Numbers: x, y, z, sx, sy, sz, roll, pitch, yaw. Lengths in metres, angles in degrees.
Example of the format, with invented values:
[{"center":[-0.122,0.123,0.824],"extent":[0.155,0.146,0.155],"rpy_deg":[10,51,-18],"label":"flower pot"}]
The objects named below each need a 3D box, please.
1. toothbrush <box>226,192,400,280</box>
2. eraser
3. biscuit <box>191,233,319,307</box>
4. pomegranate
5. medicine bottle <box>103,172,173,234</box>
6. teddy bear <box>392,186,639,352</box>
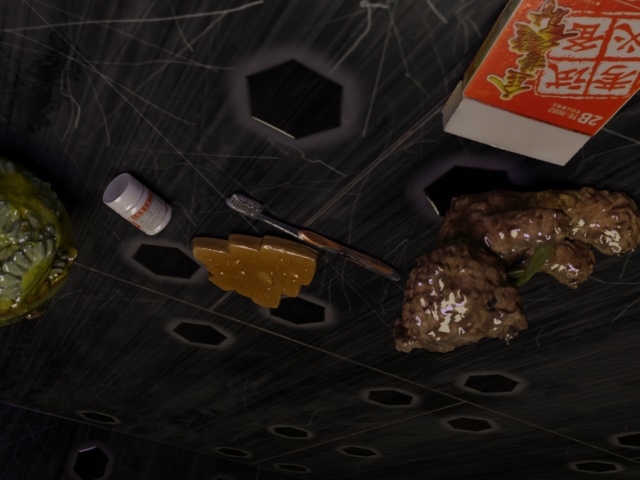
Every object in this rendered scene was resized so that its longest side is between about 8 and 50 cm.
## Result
[{"center":[-0.001,0.001,0.929],"extent":[0.321,0.023,0.031],"rpy_deg":[26,147,-24],"label":"toothbrush"},{"center":[0.238,-0.174,0.584],"extent":[0.157,0.038,0.230],"rpy_deg":[14,146,-9],"label":"eraser"},{"center":[-0.097,0.042,1.000],"extent":[0.238,0.041,0.212],"rpy_deg":[-16,135,35],"label":"biscuit"},{"center":[-0.504,-0.023,0.824],"extent":[0.260,0.260,0.341],"rpy_deg":[-23,106,40],"label":"pomegranate"},{"center":[-0.271,-0.053,0.877],"extent":[0.057,0.057,0.089],"rpy_deg":[-13,141,31],"label":"medicine bottle"},{"center":[0.253,0.042,0.746],"extent":[0.296,0.223,0.246],"rpy_deg":[12,145,-6],"label":"teddy bear"}]
